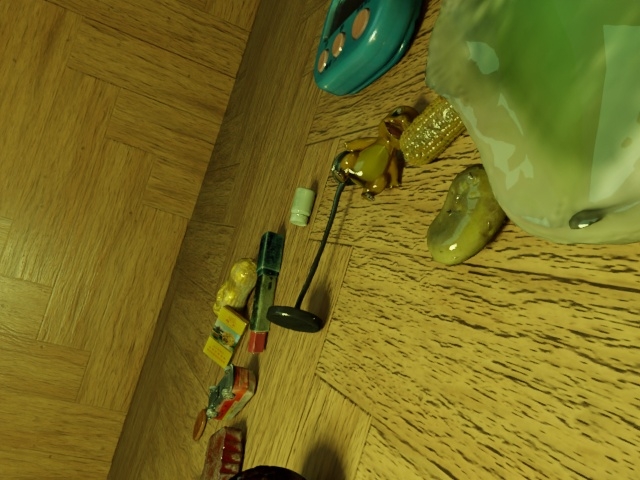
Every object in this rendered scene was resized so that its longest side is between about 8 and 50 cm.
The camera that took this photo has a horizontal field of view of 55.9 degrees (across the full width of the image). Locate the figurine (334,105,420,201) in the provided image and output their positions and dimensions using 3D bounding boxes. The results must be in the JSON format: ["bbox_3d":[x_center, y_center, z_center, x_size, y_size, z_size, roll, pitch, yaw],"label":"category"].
[{"bbox_3d":[0.111,-0.159,1.064,0.176,0.121,0.122,-51,-2,15],"label":"figurine"}]

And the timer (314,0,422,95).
[{"bbox_3d":[0.105,-0.479,1.284,0.340,0.115,0.308,-19,57,64],"label":"timer"}]

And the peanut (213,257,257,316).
[{"bbox_3d":[-0.226,0.133,1.646,0.206,0.087,0.087,-57,25,26],"label":"peanut"}]

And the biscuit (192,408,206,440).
[{"bbox_3d":[-0.339,0.517,1.702,0.091,0.015,0.078,-62,21,22],"label":"biscuit"}]

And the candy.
[{"bbox_3d":[0.284,-0.211,0.516,0.426,0.186,0.386,-58,33,26],"label":"candy"}]

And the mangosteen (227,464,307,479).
[{"bbox_3d":[-0.081,0.440,0.896,0.210,0.210,0.209,-51,29,43],"label":"mangosteen"}]

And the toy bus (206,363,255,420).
[{"bbox_3d":[-0.211,0.361,1.424,0.174,0.077,0.079,-52,28,40],"label":"toy bus"}]

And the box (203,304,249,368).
[{"bbox_3d":[-0.254,0.260,1.623,0.087,0.023,0.155,34,111,23],"label":"box"}]

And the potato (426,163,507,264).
[{"bbox_3d":[0.189,-0.031,0.766,0.137,0.070,0.091,-64,27,24],"label":"potato"}]

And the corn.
[{"bbox_3d":[0.186,-0.181,0.902,0.207,0.068,0.068,-45,33,51],"label":"corn"}]

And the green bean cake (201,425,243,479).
[{"bbox_3d":[-0.220,0.499,1.364,0.135,0.056,0.135,-42,36,50],"label":"green bean cake"}]

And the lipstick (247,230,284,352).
[{"bbox_3d":[-0.137,0.129,1.477,0.051,0.051,0.312,-35,43,54],"label":"lipstick"}]

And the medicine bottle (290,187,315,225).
[{"bbox_3d":[-0.043,-0.079,1.413,0.047,0.047,0.083,-13,60,66],"label":"medicine bottle"}]

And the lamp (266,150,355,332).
[{"bbox_3d":[0.022,0.013,1.166,0.109,0.130,0.371,24,82,47],"label":"lamp"}]
